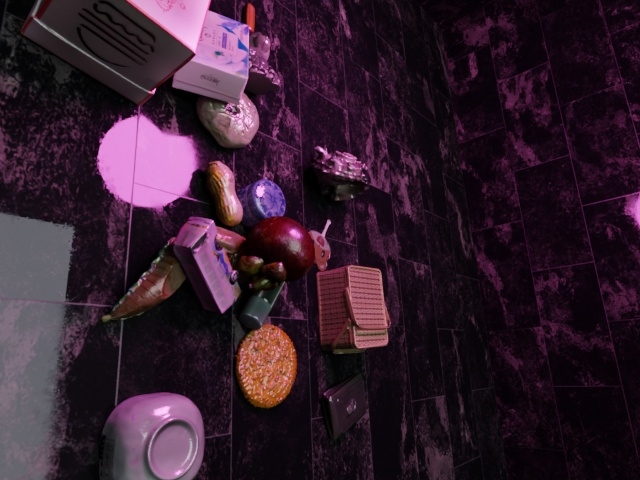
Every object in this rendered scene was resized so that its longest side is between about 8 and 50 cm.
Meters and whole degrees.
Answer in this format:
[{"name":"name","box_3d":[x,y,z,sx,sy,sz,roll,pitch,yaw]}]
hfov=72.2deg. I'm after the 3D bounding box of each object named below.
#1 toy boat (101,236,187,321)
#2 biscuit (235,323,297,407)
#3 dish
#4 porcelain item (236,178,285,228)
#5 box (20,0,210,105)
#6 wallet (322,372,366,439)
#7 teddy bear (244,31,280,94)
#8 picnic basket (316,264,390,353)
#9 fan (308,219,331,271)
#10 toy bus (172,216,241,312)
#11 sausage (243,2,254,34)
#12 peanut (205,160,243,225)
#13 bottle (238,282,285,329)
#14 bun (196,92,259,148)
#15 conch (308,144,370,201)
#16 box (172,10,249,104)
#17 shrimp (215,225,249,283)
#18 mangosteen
[{"name":"toy boat","box_3d":[-0.417,0.106,1.115,0.292,0.099,0.108,-59,148,-43]},{"name":"biscuit","box_3d":[-0.162,0.388,1.368,0.254,0.035,0.253,21,61,-45]},{"name":"dish","box_3d":[-0.371,0.479,1.020,0.256,0.117,0.256,21,61,-46]},{"name":"porcelain item","box_3d":[-0.196,-0.119,1.439,0.147,0.114,0.147,22,61,-46]},{"name":"box","box_3d":[-0.487,-0.597,1.104,0.314,0.300,0.312,29,56,-41]},{"name":"wallet","box_3d":[0.100,0.597,1.604,0.245,0.052,0.168,-10,89,-54]},{"name":"teddy bear","box_3d":[-0.243,-0.654,1.551,0.171,0.144,0.250,-4,78,-36]},{"name":"picnic basket","box_3d":[0.128,0.261,1.647,0.228,0.175,0.312,13,68,-48]},{"name":"fan","box_3d":[0.000,0.000,1.717,0.152,0.008,0.226,46,47,-29]},{"name":"toy bus","box_3d":[-0.300,0.072,1.185,0.112,0.090,0.273,-58,147,-41]},{"name":"sausage","box_3d":[-0.270,-0.839,1.656,0.039,0.041,0.131,17,65,-41]},{"name":"peanut","box_3d":[-0.296,-0.145,1.350,0.087,0.087,0.206,-21,95,-51]},{"name":"bottle","box_3d":[-0.165,0.151,1.408,0.082,0.082,0.286,51,44,-26]},{"name":"bun","box_3d":[-0.289,-0.411,1.431,0.221,0.108,0.221,20,63,-45]},{"name":"conch","box_3d":[0.090,-0.273,1.744,0.313,0.241,0.186,45,59,-49]},{"name":"box","box_3d":[-0.331,-0.571,1.342,0.203,0.116,0.274,11,54,-22]},{"name":"shrimp","box_3d":[-0.298,0.032,1.310,0.294,0.062,0.153,33,60,-41]},{"name":"mangosteen","box_3d":[-0.140,0.049,1.307,0.257,0.215,0.215,-50,116,-33]}]
